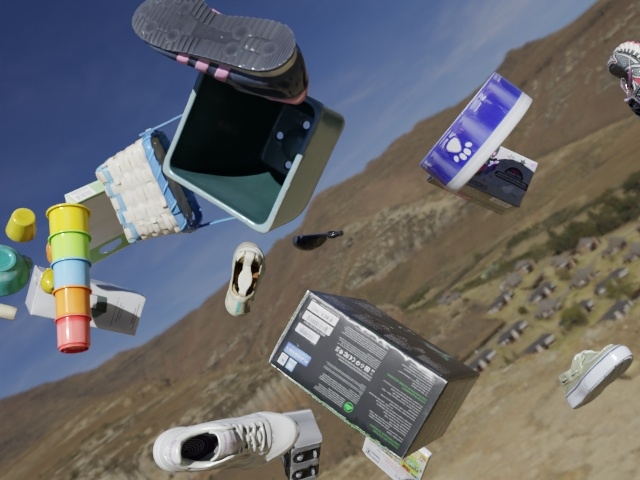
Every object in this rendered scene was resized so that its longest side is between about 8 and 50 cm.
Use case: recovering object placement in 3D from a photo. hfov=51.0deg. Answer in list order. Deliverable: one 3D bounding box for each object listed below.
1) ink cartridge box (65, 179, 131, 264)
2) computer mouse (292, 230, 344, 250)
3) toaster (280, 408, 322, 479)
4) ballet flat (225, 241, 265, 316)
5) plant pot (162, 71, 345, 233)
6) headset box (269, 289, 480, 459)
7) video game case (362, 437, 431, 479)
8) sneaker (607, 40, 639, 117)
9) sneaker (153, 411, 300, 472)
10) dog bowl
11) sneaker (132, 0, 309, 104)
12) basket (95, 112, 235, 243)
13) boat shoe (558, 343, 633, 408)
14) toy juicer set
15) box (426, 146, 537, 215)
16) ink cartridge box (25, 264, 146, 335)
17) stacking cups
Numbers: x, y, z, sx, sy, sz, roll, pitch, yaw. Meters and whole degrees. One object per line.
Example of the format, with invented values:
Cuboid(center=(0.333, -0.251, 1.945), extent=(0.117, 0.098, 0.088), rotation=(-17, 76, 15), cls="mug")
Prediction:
Cuboid(center=(-0.622, -0.059, 1.913), extent=(0.171, 0.056, 0.235), rotation=(-34, -34, -37), cls="ink cartridge box")
Cuboid(center=(0.000, 0.000, 1.750), extent=(0.071, 0.041, 0.242), rotation=(-5, 3, 29), cls="computer mouse")
Cuboid(center=(-0.069, 0.622, 2.047), extent=(0.110, 0.168, 0.186), rotation=(-6, 32, -17), cls="toaster")
Cuboid(center=(-0.115, 0.049, 1.074), extent=(0.168, 0.057, 0.052), rotation=(-88, 13, -48), cls="ballet flat")
Cuboid(center=(-0.094, -0.183, 1.272), extent=(0.247, 0.247, 0.252), rotation=(-64, -19, 15), cls="plant pot")
Cuboid(center=(0.098, 0.202, 1.068), extent=(0.131, 0.246, 0.283), rotation=(-60, -23, 5), cls="headset box")
Cuboid(center=(0.243, 0.687, 2.177), extent=(0.026, 0.227, 0.206), rotation=(-25, -42, -40), cls="video game case")
Cuboid(center=(0.690, -0.327, 1.427), extent=(0.112, 0.121, 0.299), rotation=(-42, 30, 18), cls="sneaker")
Cuboid(center=(-0.171, 0.415, 1.351), extent=(0.305, 0.114, 0.152), rotation=(-4, -13, -27), cls="sneaker")
Cuboid(center=(0.340, -0.236, 1.485), extent=(0.265, 0.104, 0.265), rotation=(-51, -3, -3), cls="dog bowl")
Cuboid(center=(-0.154, -0.284, 1.031), extent=(0.112, 0.319, 0.131), rotation=(-55, -28, -10), cls="sneaker")
Cuboid(center=(-0.311, -0.137, 1.452), extent=(0.289, 0.255, 0.201), rotation=(-17, 15, 7), cls="basket")
Cuboid(center=(0.636, 0.312, 1.594), extent=(0.109, 0.094, 0.302), rotation=(-22, -29, -16), cls="boat shoe")
Cuboid(center=(-0.699, 0.086, 1.523), extent=(0.089, 0.209, 0.329), rotation=(-53, 7, 43), cls="toy juicer set")
Cuboid(center=(0.445, -0.191, 1.865), extent=(0.163, 0.247, 0.142), rotation=(104, -171, -84), cls="box")
Cuboid(center=(-0.675, 0.170, 1.917), extent=(0.211, 0.289, 0.122), rotation=(7, 81, 62), cls="ink cartridge box")
Cuboid(center=(-0.530, 0.078, 1.421), extent=(0.096, 0.316, 0.096), rotation=(-9, -25, -4), cls="stacking cups")
